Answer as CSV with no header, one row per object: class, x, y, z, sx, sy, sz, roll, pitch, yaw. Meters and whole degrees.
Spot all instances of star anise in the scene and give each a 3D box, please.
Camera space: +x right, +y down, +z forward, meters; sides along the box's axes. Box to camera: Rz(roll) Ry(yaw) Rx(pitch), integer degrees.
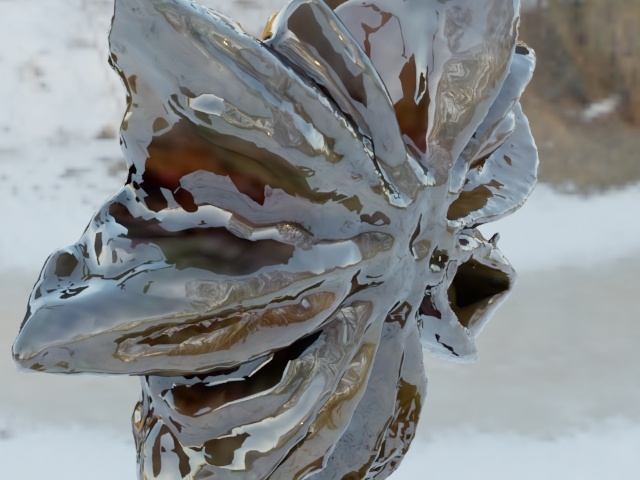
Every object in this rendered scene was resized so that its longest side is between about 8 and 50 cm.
star anise,-0.001,-0.017,0.691,0.108,0.315,0.315,18,21,38
